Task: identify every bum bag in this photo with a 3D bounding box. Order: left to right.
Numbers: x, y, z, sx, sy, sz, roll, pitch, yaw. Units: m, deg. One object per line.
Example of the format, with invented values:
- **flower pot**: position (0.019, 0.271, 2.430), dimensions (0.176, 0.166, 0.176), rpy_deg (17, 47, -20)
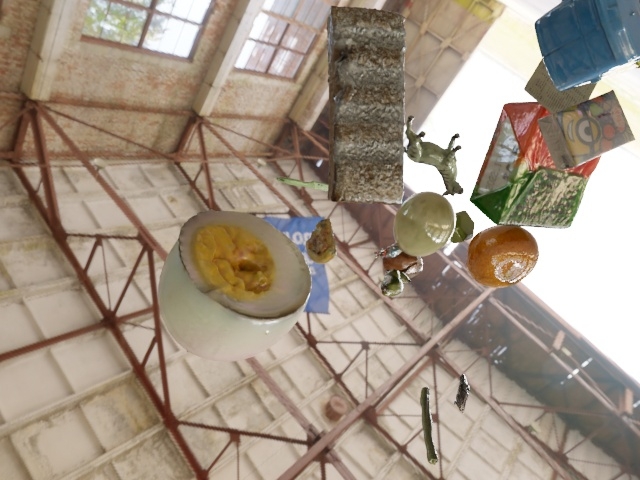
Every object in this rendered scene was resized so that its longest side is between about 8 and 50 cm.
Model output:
- **bum bag**: position (0.426, 0.462, 1.464), dimensions (0.124, 0.034, 0.058), rpy_deg (-54, -52, -48)

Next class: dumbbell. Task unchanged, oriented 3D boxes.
- **dumbbell**: position (0.419, -0.028, 1.796), dimensions (0.121, 0.302, 0.108), rpy_deg (50, -124, -16)

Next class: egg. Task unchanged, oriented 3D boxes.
- **egg**: position (-0.241, 0.151, 1.235), dimensions (0.354, 0.340, 0.354), rpy_deg (22, -141, -18)
- **egg**: position (0.324, -0.048, 1.541), dimensions (0.186, 0.242, 0.186), rpy_deg (9, -134, -10)

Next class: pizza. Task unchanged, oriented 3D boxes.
- **pizza**: position (0.000, 0.000, 2.058), dimensions (0.058, 0.197, 0.292), rpy_deg (11, -173, -24)

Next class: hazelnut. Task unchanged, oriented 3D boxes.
- **hazelnut**: position (0.296, 0.076, 1.734), dimensions (0.143, 0.143, 0.154), rpy_deg (57, -175, 37)

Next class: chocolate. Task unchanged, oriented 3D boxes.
- **chocolate**: position (0.636, -0.215, 1.420), dimensions (0.360, 0.341, 0.161), rpy_deg (2, -157, -34)

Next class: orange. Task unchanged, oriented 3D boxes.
- **orange**: position (0.604, 0.048, 1.636), dimensions (0.240, 0.240, 0.171), rpy_deg (24, -152, -19)

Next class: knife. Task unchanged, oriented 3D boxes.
- **knife**: position (-0.027, -0.165, 1.432), dimensions (0.207, 0.030, 0.014), rpy_deg (10, -133, -13)

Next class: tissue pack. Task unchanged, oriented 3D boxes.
- **tissue pack**: position (0.504, -0.208, 0.924), dimensions (0.060, 0.148, 0.109), rpy_deg (161, 87, -78)

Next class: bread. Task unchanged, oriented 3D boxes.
- **bread**: position (0.097, -0.284, 1.068), dimensions (0.165, 0.417, 0.113), rpy_deg (-2, -174, -8)

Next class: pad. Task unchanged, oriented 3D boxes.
- **pad**: position (0.614, -0.413, 1.204), dimensions (0.159, 0.009, 0.265), rpy_deg (37, -109, -7)

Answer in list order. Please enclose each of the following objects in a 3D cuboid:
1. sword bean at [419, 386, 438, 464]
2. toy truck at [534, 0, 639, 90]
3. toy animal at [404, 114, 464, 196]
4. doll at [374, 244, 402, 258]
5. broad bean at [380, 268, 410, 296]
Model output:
- **sword bean**: position (0.363, 0.620, 1.647), dimensions (0.043, 0.038, 0.269), rpy_deg (12, -139, -6)
- **toy truck**: position (0.529, -0.362, 0.847), dimensions (0.385, 0.162, 0.161), rpy_deg (-24, -86, -39)
- **toy animal**: position (0.297, -0.214, 1.278), dimensions (0.217, 0.176, 0.073), rpy_deg (28, -125, 11)
- **doll**: position (0.237, 0.037, 1.639), dimensions (0.114, 0.057, 0.039), rpy_deg (-14, -148, 3)
- **broad bean**: position (0.204, 0.122, 1.375), dimensions (0.070, 0.048, 0.213), rpy_deg (29, -161, 17)
